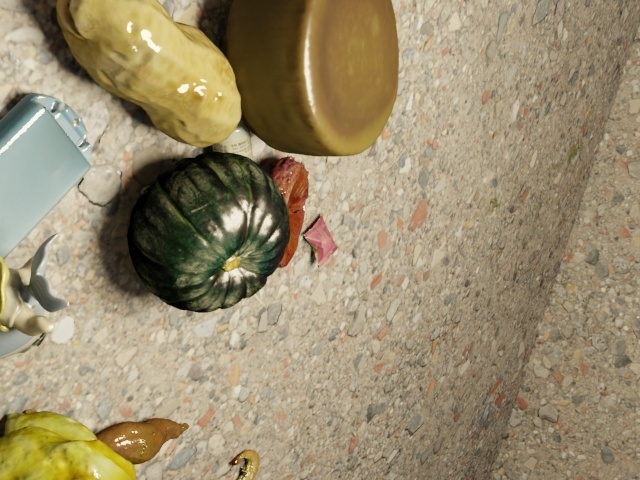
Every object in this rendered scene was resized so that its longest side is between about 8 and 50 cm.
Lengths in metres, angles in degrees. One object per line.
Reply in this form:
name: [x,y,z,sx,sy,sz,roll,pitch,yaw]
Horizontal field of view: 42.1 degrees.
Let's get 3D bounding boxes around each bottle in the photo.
bottle: [-0.120,-0.076,1.204,0.060,0.060,0.217,-37,135,-38]

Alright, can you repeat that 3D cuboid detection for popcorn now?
popcorn: [-0.361,0.329,0.925,0.321,0.290,0.325,-39,110,-29]

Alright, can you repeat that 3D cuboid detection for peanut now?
peanut: [-0.190,-0.208,0.967,0.130,0.130,0.290,-63,147,-6]

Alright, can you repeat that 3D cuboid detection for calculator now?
calculator: [-0.340,-0.067,0.919,0.210,0.039,0.121,-53,143,-20]

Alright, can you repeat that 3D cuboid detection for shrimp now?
shrimp: [-0.151,0.428,1.506,0.114,0.023,0.083,-56,143,-26]

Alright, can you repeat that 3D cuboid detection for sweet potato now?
sweet potato: [-0.260,0.297,1.234,0.226,0.068,0.068,5,105,-56]

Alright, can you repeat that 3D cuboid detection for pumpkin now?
pumpkin: [-0.146,-0.010,1.103,0.221,0.162,0.220,-18,134,-20]

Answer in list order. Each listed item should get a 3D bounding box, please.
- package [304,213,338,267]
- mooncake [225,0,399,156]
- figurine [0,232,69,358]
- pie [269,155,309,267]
package: [0.000,0.000,1.451,0.059,0.029,0.083,-49,135,-30]
mooncake: [-0.010,-0.255,1.137,0.284,0.156,0.284,-17,110,-59]
figurine: [-0.362,0.069,0.876,0.209,0.128,0.184,-29,146,10]
pie: [-0.061,-0.041,1.280,0.182,0.050,0.182,11,90,-80]
